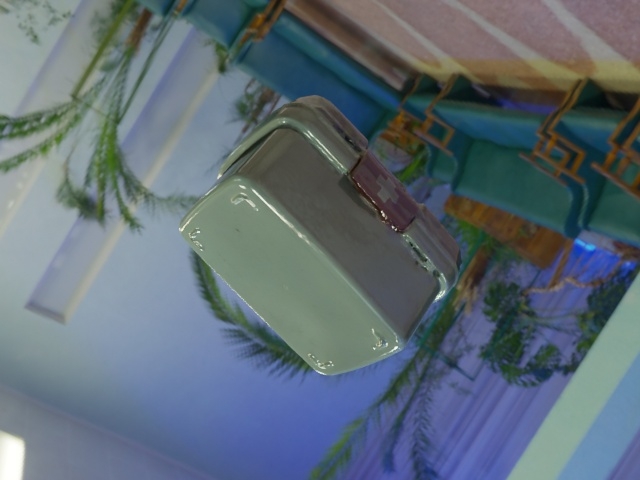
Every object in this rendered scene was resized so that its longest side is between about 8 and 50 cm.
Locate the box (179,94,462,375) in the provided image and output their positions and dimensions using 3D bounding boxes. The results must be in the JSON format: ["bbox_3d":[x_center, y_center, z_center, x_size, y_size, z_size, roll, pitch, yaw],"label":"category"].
[{"bbox_3d":[0.000,0.000,0.616,0.210,0.129,0.148,46,139,-11],"label":"box"}]
